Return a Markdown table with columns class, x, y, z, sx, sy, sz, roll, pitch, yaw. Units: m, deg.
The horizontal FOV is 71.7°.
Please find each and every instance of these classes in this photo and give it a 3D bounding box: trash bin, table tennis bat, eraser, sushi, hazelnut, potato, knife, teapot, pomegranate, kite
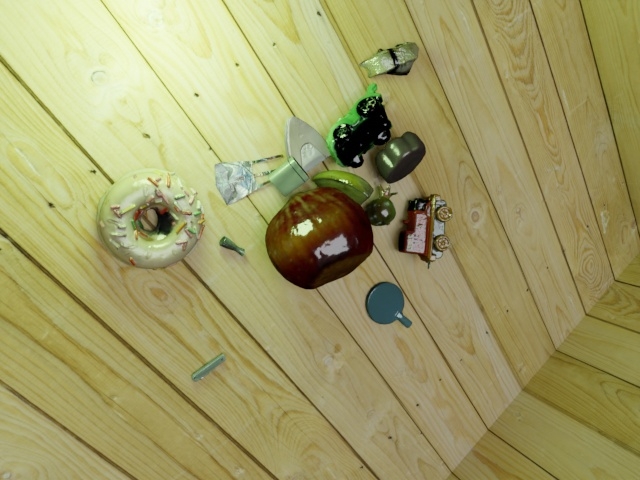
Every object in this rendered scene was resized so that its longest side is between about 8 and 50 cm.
| class | x | y | z | sx | sy | sz | roll | pitch | yaw |
| --- | --- | --- | --- | --- | --- | --- | --- | --- | --- |
| trash bin | -0.129 | -0.260 | 1.812 | 0.130 | 0.059 | 0.116 | -36 | 122 | 10 |
| table tennis bat | 0.358 | 0.345 | 2.266 | 0.329 | 0.044 | 0.215 | 42 | 80 | -27 |
| eraser | -0.079 | -0.406 | 1.847 | 0.204 | 0.059 | 0.243 | -37 | 119 | -15 |
| sushi | 0.310 | -0.792 | 1.937 | 0.272 | 0.109 | 0.134 | -14 | 107 | -24 |
| hazelnut | 0.000 | 0.000 | 1.817 | 0.429 | 0.402 | 0.402 | -35 | 116 | 0 |
| potato | 0.140 | -0.214 | 1.885 | 0.269 | 0.255 | 0.112 | 43 | 68 | -29 |
| knife | -0.471 | 0.540 | 1.876 | 0.162 | 0.023 | 0.044 | -34 | 113 | -17 |
| teapot | -0.358 | 0.026 | 1.811 | 0.110 | 0.043 | 0.043 | 34 | 84 | -34 |
| pomegranate | 0.287 | -0.160 | 2.060 | 0.131 | 0.152 | 0.191 | 22 | 70 | -24 |
| kite | -0.279 | -0.274 | 1.797 | 0.310 | 0.015 | 0.169 | -26 | 112 | -20 |

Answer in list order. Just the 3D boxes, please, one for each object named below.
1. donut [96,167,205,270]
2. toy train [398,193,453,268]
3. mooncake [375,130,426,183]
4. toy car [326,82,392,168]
| class | x | y | z | sx | sy | sz | roll | pitch | yaw |
| --- | --- | --- | --- | --- | --- | --- | --- | --- | --- |
| donut | -0.599 | -0.068 | 1.601 | 0.382 | 0.142 | 0.383 | -7 | 106 | -27 |
| toy train | 0.508 | -0.046 | 2.170 | 0.231 | 0.163 | 0.369 | 5 | 88 | -6 |
| mooncake | 0.359 | -0.373 | 1.998 | 0.245 | 0.245 | 0.133 | -29 | 77 | -20 |
| toy car | 0.171 | -0.487 | 1.898 | 0.358 | 0.176 | 0.213 | -43 | 140 | -4 |
